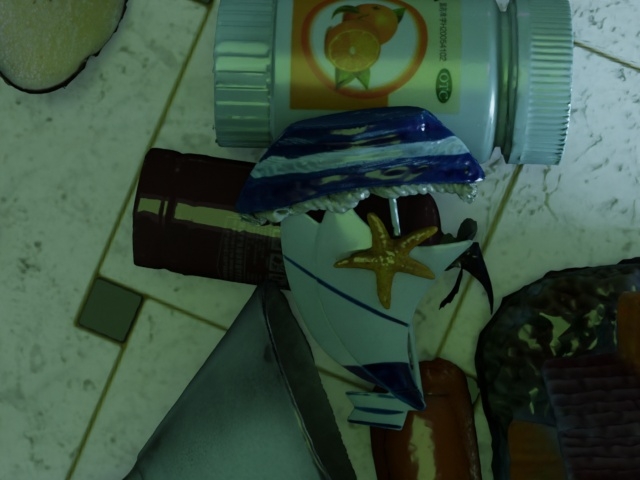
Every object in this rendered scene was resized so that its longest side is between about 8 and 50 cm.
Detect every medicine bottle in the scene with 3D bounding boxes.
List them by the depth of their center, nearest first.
[{"bbox_3d":[0.062,-0.149,1.692,0.318,0.158,0.158,1,89,1],"label":"medicine bottle"}]

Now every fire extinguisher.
[{"bbox_3d":[0.000,0.000,1.721,0.337,0.135,0.114,8,48,3],"label":"fire extinguisher"}]

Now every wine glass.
[{"bbox_3d":[-0.178,0.230,1.662,0.406,0.267,0.267,-22,89,7],"label":"wine glass"}]

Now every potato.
[{"bbox_3d":[-0.281,-0.244,1.722,0.117,0.182,0.202,11,111,38],"label":"potato"}]

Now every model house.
[{"bbox_3d":[0.327,0.164,1.590,0.360,0.339,0.297,-2,92,0],"label":"model house"}]

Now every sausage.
[{"bbox_3d":[0.109,0.274,1.720,0.102,0.102,0.330,-7,89,1],"label":"sausage"}]

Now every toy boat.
[{"bbox_3d":[0.043,0.029,1.643,0.221,0.067,0.291,-6,109,4],"label":"toy boat"}]
